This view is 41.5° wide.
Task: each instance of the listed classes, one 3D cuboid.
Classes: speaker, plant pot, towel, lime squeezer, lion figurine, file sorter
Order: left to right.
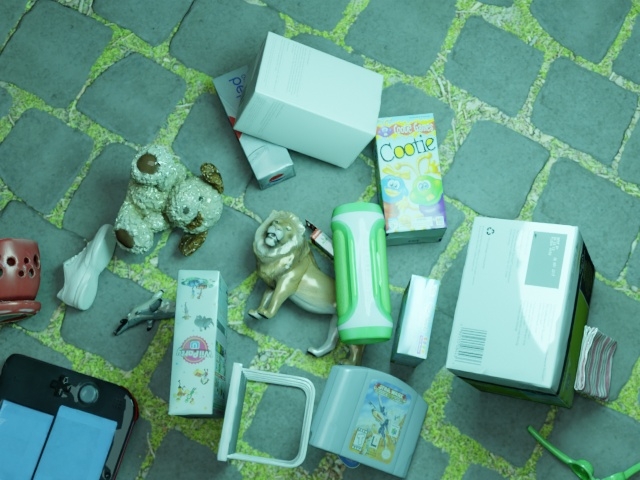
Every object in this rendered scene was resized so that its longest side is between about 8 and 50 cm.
[{"bbox_3d":[-0.733,0.096,1.925,0.191,0.191,0.174,-10,79,-1],"label":"plant pot"},{"bbox_3d":[-0.111,0.380,1.799,0.173,0.278,0.193,9,77,-1],"label":"file sorter"},{"bbox_3d":[-0.008,0.121,1.940,0.392,0.142,0.240,35,72,-10],"label":"lion figurine"},{"bbox_3d":[0.089,0.073,1.852,0.131,0.131,0.297,-4,76,1],"label":"speaker"},{"bbox_3d":[0.608,0.490,1.864,0.310,0.059,0.110,10,77,5],"label":"lime squeezer"},{"bbox_3d":[0.611,0.274,1.858,0.029,0.197,0.144,6,77,37],"label":"towel"}]

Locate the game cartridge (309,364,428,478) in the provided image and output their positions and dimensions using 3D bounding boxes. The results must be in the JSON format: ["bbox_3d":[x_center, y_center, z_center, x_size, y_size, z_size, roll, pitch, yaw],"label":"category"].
[{"bbox_3d":[0.113,0.381,1.806,0.062,0.297,0.198,11,76,49],"label":"game cartridge"}]

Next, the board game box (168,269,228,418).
[{"bbox_3d":[-0.262,0.235,1.861,0.097,0.224,0.303,0,76,0],"label":"board game box"}]

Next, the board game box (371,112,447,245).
[{"bbox_3d":[0.204,-0.140,1.983,0.144,0.142,0.275,-5,76,0],"label":"board game box"}]

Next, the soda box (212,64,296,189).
[{"bbox_3d":[-0.161,-0.273,2.051,0.098,0.091,0.286,-24,77,-4],"label":"soda box"}]

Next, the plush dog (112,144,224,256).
[{"bbox_3d":[-0.343,-0.093,1.990,0.225,0.210,0.262,18,105,-9],"label":"plush dog"}]

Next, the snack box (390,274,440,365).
[{"bbox_3d":[0.207,0.183,1.871,0.070,0.207,0.175,12,77,4],"label":"snack box"}]

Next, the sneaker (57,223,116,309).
[{"bbox_3d":[-0.558,0.052,1.994,0.094,0.080,0.212,18,78,18],"label":"sneaker"}]

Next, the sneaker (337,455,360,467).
[{"bbox_3d":[0.051,0.431,1.876,0.058,0.084,0.152,-15,77,-2],"label":"sneaker"}]

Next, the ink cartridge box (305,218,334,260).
[{"bbox_3d":[0.000,0.000,1.995,0.115,0.063,0.029,40,81,11],"label":"ink cartridge box"}]

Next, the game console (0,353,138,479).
[{"bbox_3d":[-0.614,0.480,1.895,0.341,0.060,0.387,16,77,5],"label":"game console"}]

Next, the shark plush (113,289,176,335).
[{"bbox_3d":[-0.407,0.182,1.967,0.161,0.073,0.067,-31,108,-11],"label":"shark plush"}]

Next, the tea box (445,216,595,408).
[{"bbox_3d":[0.434,0.159,1.788,0.220,0.323,0.329,7,74,27],"label":"tea box"}]

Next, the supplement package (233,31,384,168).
[{"bbox_3d":[-0.027,-0.318,1.956,0.292,0.175,0.178,18,61,-15],"label":"supplement package"}]
